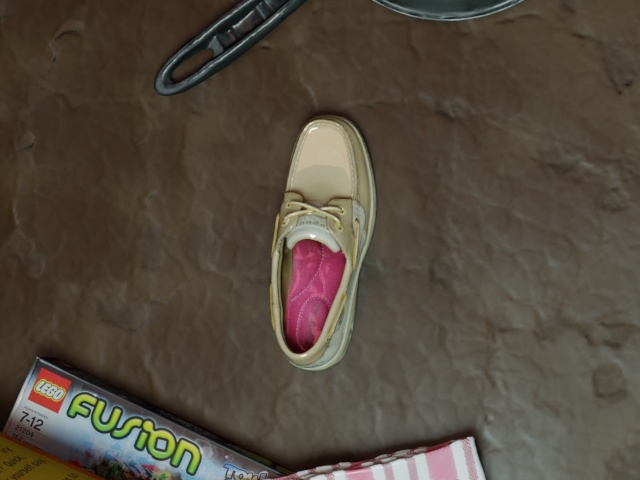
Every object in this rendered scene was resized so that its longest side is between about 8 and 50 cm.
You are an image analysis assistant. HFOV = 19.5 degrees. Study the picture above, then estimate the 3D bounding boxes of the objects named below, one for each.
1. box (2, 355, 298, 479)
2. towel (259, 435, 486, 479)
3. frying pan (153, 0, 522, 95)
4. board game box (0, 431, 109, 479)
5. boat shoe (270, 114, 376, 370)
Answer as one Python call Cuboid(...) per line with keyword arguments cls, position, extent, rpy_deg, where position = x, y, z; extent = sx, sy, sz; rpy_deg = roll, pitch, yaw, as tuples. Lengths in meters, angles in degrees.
Cuboid(cls="box", position=(-0.117, 0.169, 1.230), extent=(0.207, 0.036, 0.114), rpy_deg=(23, 90, 12))
Cuboid(cls="towel", position=(0.019, 0.214, 1.177), extent=(0.197, 0.029, 0.144), rpy_deg=(-13, 93, -2))
Cuboid(cls="frying pan", position=(0.023, -0.229, 1.230), extent=(0.326, 0.053, 0.197), rpy_deg=(-13, 82, 7))
Cuboid(cls="board game box", position=(-0.215, 0.347, 1.035), extent=(0.356, 0.356, 0.356), rpy_deg=(23, 106, 12))
Cuboid(cls="boat shoe", position=(0.000, 0.000, 1.207), extent=(0.063, 0.059, 0.170), rpy_deg=(2, 86, 12))
